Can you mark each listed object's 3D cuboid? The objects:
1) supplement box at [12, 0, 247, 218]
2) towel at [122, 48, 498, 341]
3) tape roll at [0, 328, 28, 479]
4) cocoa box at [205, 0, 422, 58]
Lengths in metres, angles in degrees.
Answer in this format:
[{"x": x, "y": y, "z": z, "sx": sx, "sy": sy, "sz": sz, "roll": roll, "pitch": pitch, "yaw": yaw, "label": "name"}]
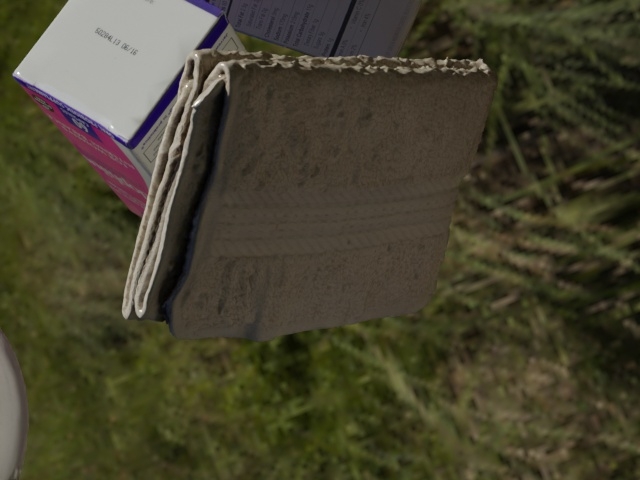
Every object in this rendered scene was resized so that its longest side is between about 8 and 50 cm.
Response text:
[{"x": -0.104, "y": -0.085, "z": 1.147, "sx": 0.111, "sy": 0.114, "sz": 0.220, "roll": 30, "pitch": 169, "yaw": 27, "label": "supplement box"}, {"x": 0.003, "y": -0.031, "z": 1.047, "sx": 0.282, "sy": 0.187, "sz": 0.049, "roll": -6, "pitch": -150, "yaw": -46, "label": "towel"}, {"x": -0.353, "y": 0.151, "z": 1.235, "sx": 0.169, "sy": 0.246, "sz": 0.246, "roll": 130, "pitch": 122, "yaw": -66, "label": "tape roll"}, {"x": 0.012, "y": -0.363, "z": 1.420, "sx": 0.231, "sy": 0.228, "sz": 0.347, "roll": 114, "pitch": 172, "yaw": -55, "label": "cocoa box"}]
